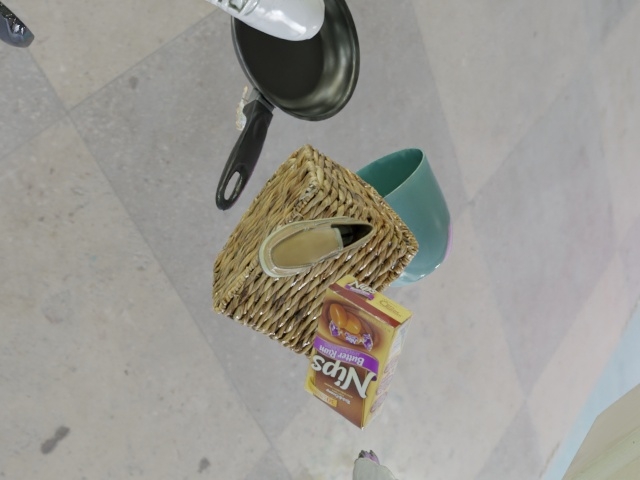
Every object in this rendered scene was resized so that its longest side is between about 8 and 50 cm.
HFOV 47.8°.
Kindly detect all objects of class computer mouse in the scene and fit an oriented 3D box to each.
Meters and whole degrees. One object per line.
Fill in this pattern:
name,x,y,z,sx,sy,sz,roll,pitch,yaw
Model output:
computer mouse,-0.475,-0.335,1.024,0.041,0.071,0.242,-47,172,-8

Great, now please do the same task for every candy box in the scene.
candy box,0.047,0.152,0.971,0.053,0.109,0.186,-30,141,-45

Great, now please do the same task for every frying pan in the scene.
frying pan,-0.035,-0.171,0.829,0.197,0.053,0.325,14,76,-42

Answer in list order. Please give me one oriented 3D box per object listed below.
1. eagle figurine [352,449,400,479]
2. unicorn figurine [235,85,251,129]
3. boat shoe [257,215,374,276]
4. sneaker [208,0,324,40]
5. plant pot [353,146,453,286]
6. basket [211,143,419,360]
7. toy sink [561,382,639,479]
eagle figurine,0.035,0.309,0.656,0.298,0.225,0.226,26,71,-49
unicorn figurine,-0.124,-0.258,1.363,0.060,0.162,0.111,16,63,-10
boat shoe,0.000,0.000,0.982,0.190,0.072,0.068,-24,103,-44
sneaker,-0.103,-0.259,0.682,0.235,0.090,0.094,32,41,-14
plant pot,0.168,-0.036,1.669,0.293,0.293,0.235,-46,112,-30
basket,-0.019,0.017,1.239,0.223,0.213,0.299,30,112,-22
toy sink,0.327,0.150,0.555,0.234,0.131,0.153,-52,163,30
